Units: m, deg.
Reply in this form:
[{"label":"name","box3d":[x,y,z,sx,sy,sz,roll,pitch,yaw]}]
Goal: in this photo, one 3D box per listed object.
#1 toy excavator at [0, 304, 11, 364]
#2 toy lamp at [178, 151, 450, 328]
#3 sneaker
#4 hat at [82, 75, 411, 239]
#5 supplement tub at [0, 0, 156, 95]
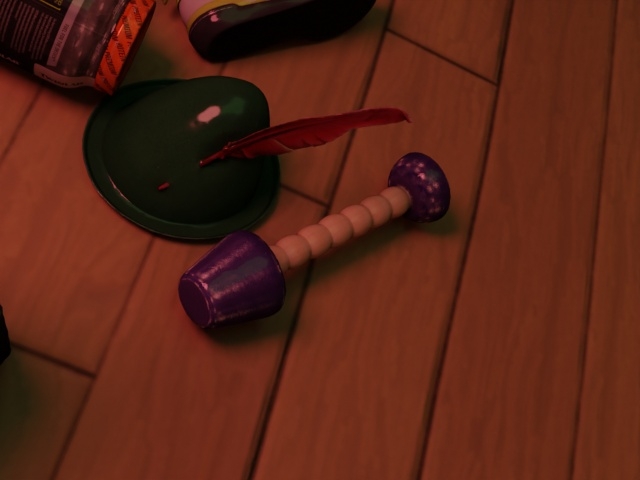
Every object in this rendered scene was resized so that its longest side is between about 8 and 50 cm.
[{"label":"toy excavator","box3d":[-0.444,0.117,0.516,0.444,0.222,0.433,12,58,-3]},{"label":"toy lamp","box3d":[0.000,0.000,0.844,0.274,0.080,0.080,-26,75,-34]},{"label":"sneaker","box3d":[-0.043,-0.254,0.966,0.234,0.084,0.097,-19,70,-32]},{"label":"hat","box3d":[-0.078,-0.116,0.807,0.208,0.183,0.173,-5,65,-28]},{"label":"supplement tub","box3d":[-0.245,-0.205,0.822,0.190,0.117,0.117,26,54,-10]}]
